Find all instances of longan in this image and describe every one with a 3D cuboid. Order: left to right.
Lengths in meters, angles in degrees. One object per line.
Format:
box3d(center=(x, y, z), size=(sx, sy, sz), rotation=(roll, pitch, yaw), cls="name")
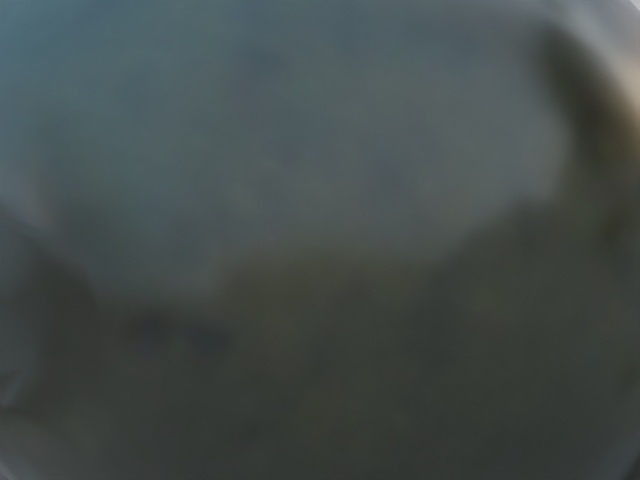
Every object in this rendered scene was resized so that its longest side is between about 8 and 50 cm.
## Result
box3d(center=(0.000, 0.000, 0.879), size=(0.404, 0.404, 0.336), rotation=(-20, -38, -45), cls="longan")
